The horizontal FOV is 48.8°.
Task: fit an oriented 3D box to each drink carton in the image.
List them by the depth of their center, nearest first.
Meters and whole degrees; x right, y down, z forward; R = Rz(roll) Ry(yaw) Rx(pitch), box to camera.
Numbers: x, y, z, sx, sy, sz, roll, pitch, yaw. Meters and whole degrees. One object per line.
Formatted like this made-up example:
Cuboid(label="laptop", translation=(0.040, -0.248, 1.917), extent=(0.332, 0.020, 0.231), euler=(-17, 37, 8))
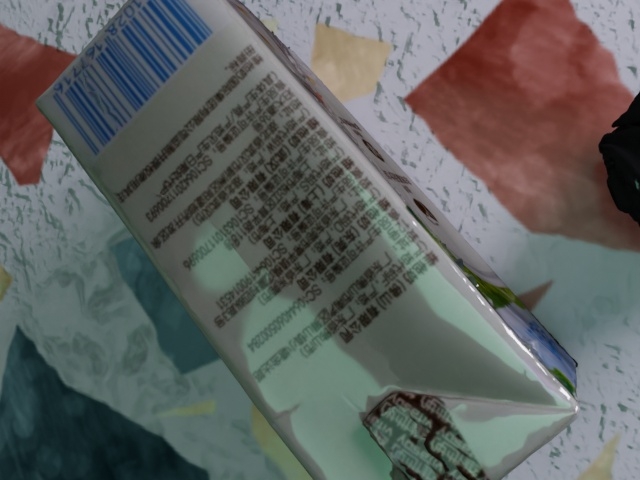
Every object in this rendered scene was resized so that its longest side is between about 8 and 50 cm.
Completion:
Cuboid(label="drink carton", translation=(0.000, 0.000, 0.437), extent=(0.132, 0.194, 0.325), euler=(-44, 74, 12))

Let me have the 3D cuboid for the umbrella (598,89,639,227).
Cuboid(label="umbrella", translation=(0.325, -0.092, 0.379), extent=(0.340, 0.118, 0.118), euler=(-21, 79, 16))
